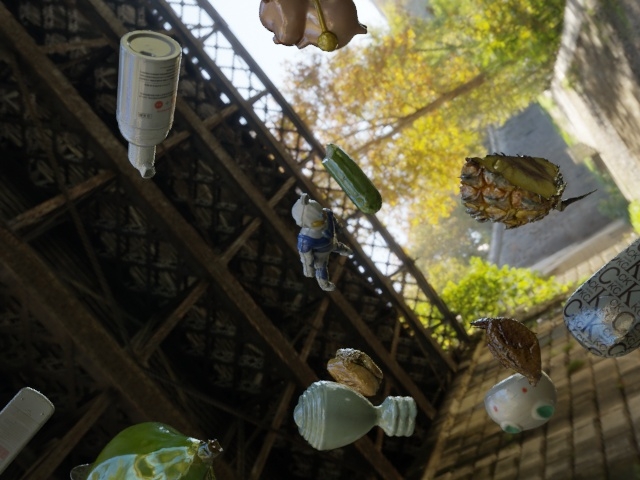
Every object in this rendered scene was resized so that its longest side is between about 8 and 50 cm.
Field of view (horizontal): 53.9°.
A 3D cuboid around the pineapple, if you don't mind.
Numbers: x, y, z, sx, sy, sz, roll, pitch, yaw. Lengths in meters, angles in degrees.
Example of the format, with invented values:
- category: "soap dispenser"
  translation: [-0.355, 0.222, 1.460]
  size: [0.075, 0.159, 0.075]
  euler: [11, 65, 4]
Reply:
- category: "pineapple"
  translation: [0.412, -0.079, 1.303]
  size: [0.158, 0.161, 0.335]
  euler: [40, -150, 30]

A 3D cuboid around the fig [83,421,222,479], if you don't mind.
- category: "fig"
  translation: [-0.254, 0.377, 1.011]
  size: [0.233, 0.314, 0.233]
  euler: [23, -164, -7]

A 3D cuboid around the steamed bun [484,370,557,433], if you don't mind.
- category: "steamed bun"
  translation: [0.514, 0.412, 1.596]
  size: [0.228, 0.177, 0.130]
  euler: [21, -143, -59]

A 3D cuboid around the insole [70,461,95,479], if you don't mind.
- category: "insole"
  translation: [-0.564, 0.595, 1.638]
  size: [0.193, 0.006, 0.065]
  euler: [6, -136, -57]

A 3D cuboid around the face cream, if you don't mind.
- category: "face cream"
  translation: [-0.449, -0.332, 1.610]
  size: [0.146, 0.369, 0.145]
  euler: [12, -139, -11]

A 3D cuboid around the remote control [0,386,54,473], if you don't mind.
- category: "remote control"
  translation: [-0.654, 0.404, 1.328]
  size: [0.087, 0.029, 0.190]
  euler: [39, -113, -6]

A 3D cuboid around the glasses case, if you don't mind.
- category: "glasses case"
  translation: [0.572, 0.057, 1.058]
  size: [0.085, 0.355, 0.137]
  euler: [45, -173, -37]

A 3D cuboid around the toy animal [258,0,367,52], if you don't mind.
- category: "toy animal"
  translation: [-0.017, -0.494, 1.413]
  size: [0.248, 0.149, 0.165]
  euler: [15, -166, -5]

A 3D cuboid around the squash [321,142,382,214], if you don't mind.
- category: "squash"
  translation: [0.070, -0.149, 1.489]
  size: [0.069, 0.069, 0.238]
  euler: [25, -156, -52]

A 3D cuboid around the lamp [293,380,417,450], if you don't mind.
- category: "lamp"
  translation: [0.053, 0.279, 0.998]
  size: [0.193, 0.106, 0.106]
  euler: [5, -141, -8]

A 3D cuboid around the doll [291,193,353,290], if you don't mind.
- category: "doll"
  translation: [0.000, 0.000, 1.054]
  size: [0.057, 0.114, 0.227]
  euler: [22, 158, 31]

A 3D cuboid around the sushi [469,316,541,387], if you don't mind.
- category: "sushi"
  translation: [0.216, 0.120, 0.706]
  size: [0.099, 0.050, 0.047]
  euler: [53, 163, 12]

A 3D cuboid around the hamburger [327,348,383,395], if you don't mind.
- category: "hamburger"
  translation: [0.094, 0.352, 1.679]
  size: [0.147, 0.138, 0.083]
  euler: [48, -125, -23]
